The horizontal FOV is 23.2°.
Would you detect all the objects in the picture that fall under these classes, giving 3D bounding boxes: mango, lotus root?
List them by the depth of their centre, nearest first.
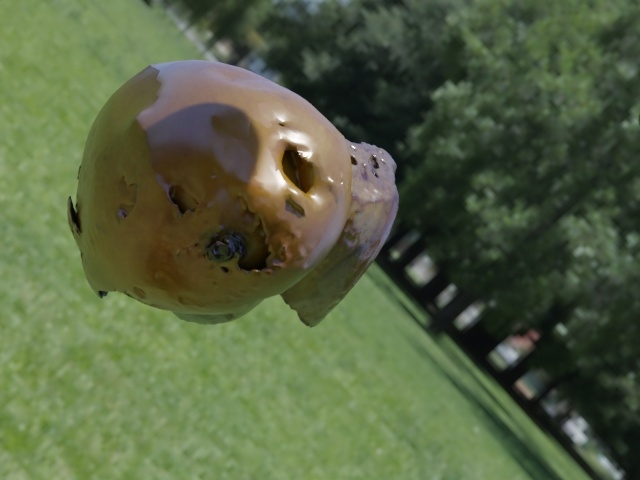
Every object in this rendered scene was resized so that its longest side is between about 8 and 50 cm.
[{"bbox_3d":[-0.069,-0.030,0.898,0.248,0.156,0.151,-178,-110,-76],"label":"mango"},{"bbox_3d":[0.001,-0.004,1.125,0.095,0.135,0.159,51,15,19],"label":"lotus root"}]

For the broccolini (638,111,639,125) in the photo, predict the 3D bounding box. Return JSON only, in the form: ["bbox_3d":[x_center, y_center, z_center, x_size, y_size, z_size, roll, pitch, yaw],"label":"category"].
[{"bbox_3d":[0.178,-0.006,0.606,0.218,0.042,0.044,21,28,-50],"label":"broccolini"}]
